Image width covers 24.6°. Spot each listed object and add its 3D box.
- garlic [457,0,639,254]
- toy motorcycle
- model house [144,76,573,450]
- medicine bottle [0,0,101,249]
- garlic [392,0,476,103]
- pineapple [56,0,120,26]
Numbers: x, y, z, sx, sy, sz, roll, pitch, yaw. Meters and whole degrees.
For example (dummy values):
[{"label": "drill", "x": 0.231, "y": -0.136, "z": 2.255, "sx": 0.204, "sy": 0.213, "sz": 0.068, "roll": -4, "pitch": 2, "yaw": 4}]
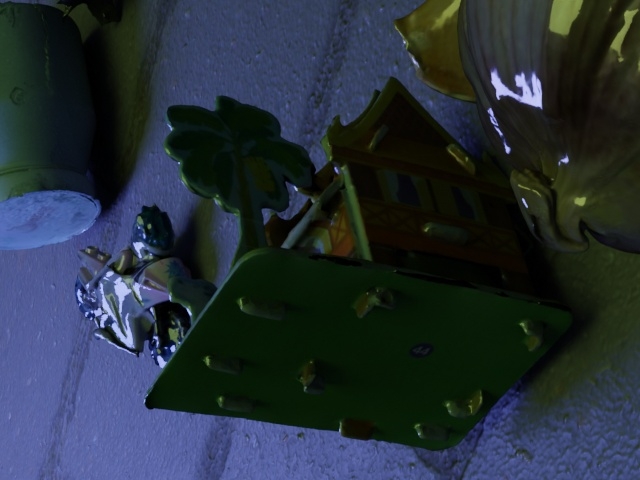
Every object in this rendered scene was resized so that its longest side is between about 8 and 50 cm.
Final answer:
[{"label": "garlic", "x": 0.235, "y": -0.126, "z": 1.094, "sx": 0.322, "sy": 0.241, "sz": 0.321, "roll": 26, "pitch": 131, "yaw": 33}, {"label": "toy motorcycle", "x": -0.236, "y": 0.039, "z": 1.903, "sx": 0.239, "sy": 0.108, "sz": 0.204, "roll": 19, "pitch": 111, "yaw": 28}, {"label": "model house", "x": 0.000, "y": 0.000, "z": 1.361, "sx": 0.242, "sy": 0.358, "sz": 0.312, "roll": -57, "pitch": 35, "yaw": 38}, {"label": "medicine bottle", "x": -0.431, "y": -0.152, "z": 2.065, "sx": 0.245, "sy": 0.245, "sz": 0.289, "roll": -40, "pitch": 58, "yaw": 47}, {"label": "garlic", "x": 0.181, "y": -0.215, "z": 1.265, "sx": 0.245, "sy": 0.164, "sz": 0.145, "roll": -47, "pitch": 41, "yaw": 34}, {"label": "pineapple", "x": -0.346, "y": -0.429, "z": 2.073, "sx": 0.130, "sy": 0.119, "sz": 0.277, "roll": -26, "pitch": 60, "yaw": 3}]
